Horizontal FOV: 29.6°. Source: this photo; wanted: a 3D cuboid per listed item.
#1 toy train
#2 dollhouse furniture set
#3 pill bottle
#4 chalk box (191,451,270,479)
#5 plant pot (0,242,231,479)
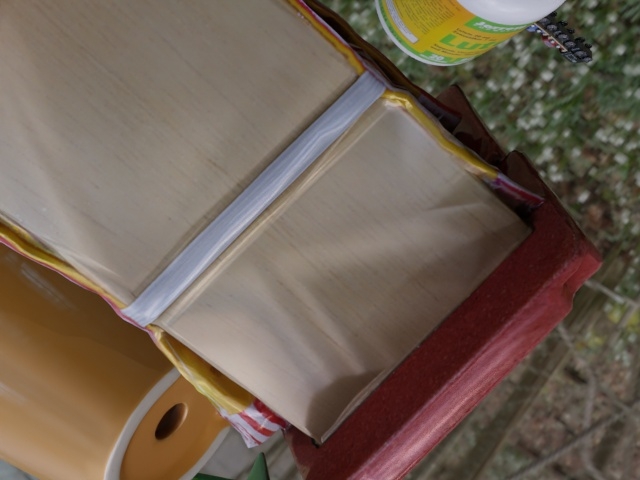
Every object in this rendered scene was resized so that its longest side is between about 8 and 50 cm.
[{"bbox_3d":[0.294,-0.256,1.504,0.036,0.027,0.158,-9,160,35],"label":"toy train"},{"bbox_3d":[-0.127,0.047,0.376,0.201,0.374,0.152,41,-171,-23],"label":"dollhouse furniture set"},{"bbox_3d":[0.148,-0.247,1.071,0.136,0.136,0.246,48,165,-7],"label":"pill bottle"},{"bbox_3d":[-0.057,0.334,1.082,0.179,0.289,0.180,13,135,-8],"label":"chalk box"},{"bbox_3d":[-0.154,0.067,0.764,0.188,0.205,0.205,32,144,24],"label":"plant pot"}]
